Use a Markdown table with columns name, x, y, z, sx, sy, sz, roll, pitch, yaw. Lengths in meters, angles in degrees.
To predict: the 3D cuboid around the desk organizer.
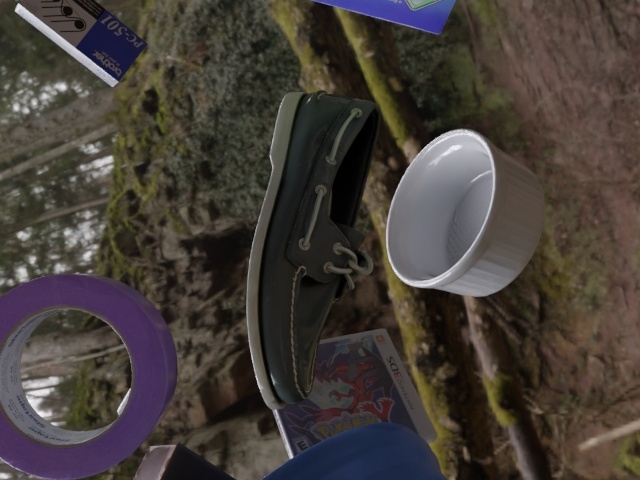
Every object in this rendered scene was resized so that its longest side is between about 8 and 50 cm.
| name | x | y | z | sx | sy | sz | roll | pitch | yaw |
| --- | --- | --- | --- | --- | --- | --- | --- | --- | --- |
| desk organizer | -0.113 | 0.245 | 0.724 | 0.130 | 0.050 | 0.047 | 43 | -130 | -28 |

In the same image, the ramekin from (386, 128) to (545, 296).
| name | x | y | z | sx | sy | sz | roll | pitch | yaw |
| --- | --- | --- | --- | --- | --- | --- | --- | --- | --- |
| ramekin | 0.247 | -0.037 | 1.284 | 0.135 | 0.277 | 0.277 | 20 | -123 | -28 |

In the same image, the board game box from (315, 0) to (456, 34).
| name | x | y | z | sx | sy | sz | roll | pitch | yaw |
| --- | --- | --- | --- | --- | --- | --- | --- | --- | --- |
| board game box | -0.021 | -0.285 | 0.562 | 0.318 | 0.213 | 0.046 | 12 | -125 | -7 |

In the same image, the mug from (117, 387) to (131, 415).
| name | x | y | z | sx | sy | sz | roll | pitch | yaw |
| --- | --- | --- | --- | --- | --- | --- | --- | --- | --- |
| mug | -0.388 | 0.341 | 1.606 | 0.064 | 0.062 | 0.078 | -66 | -12 | 18 |

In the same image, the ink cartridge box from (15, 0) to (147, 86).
| name | x | y | z | sx | sy | sz | roll | pitch | yaw |
| --- | --- | --- | --- | --- | --- | --- | --- | --- | --- |
| ink cartridge box | -0.424 | -0.380 | 1.349 | 0.207 | 0.046 | 0.097 | 39 | -111 | -22 |

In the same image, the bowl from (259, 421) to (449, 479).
| name | x | y | z | sx | sy | sz | roll | pitch | yaw |
| --- | --- | --- | --- | --- | --- | --- | --- | --- | --- |
| bowl | -0.013 | 0.362 | 0.776 | 0.077 | 0.391 | 0.391 | 42 | -170 | 36 |

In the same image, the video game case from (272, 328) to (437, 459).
| name | x | y | z | sx | sy | sz | roll | pitch | yaw |
| --- | --- | --- | --- | --- | --- | --- | --- | --- | --- |
| video game case | 0.033 | 0.211 | 1.023 | 0.201 | 0.023 | 0.183 | -8 | -130 | -21 |

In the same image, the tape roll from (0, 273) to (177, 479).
| name | x | y | z | sx | sy | sz | roll | pitch | yaw |
| --- | --- | --- | --- | --- | --- | --- | --- | --- | --- |
| tape roll | -0.343 | 0.183 | 1.050 | 0.090 | 0.275 | 0.274 | 126 | 130 | -87 |

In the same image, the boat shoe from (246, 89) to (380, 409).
| name | x | y | z | sx | sy | sz | roll | pitch | yaw |
| --- | --- | --- | --- | --- | --- | --- | --- | --- | --- |
| boat shoe | 0.000 | 0.000 | 0.715 | 0.116 | 0.099 | 0.319 | 59 | -146 | -65 |
